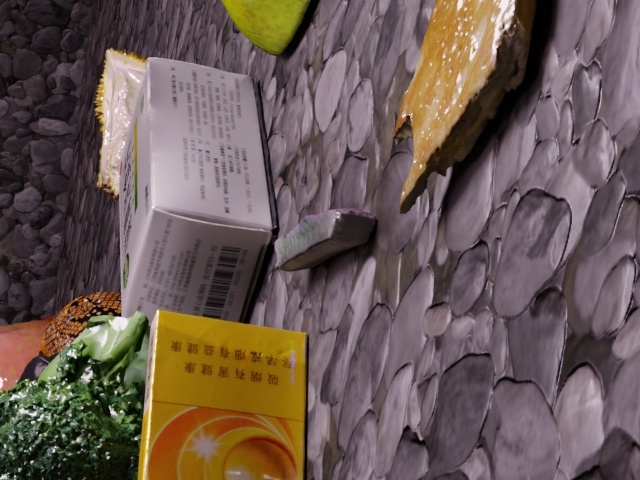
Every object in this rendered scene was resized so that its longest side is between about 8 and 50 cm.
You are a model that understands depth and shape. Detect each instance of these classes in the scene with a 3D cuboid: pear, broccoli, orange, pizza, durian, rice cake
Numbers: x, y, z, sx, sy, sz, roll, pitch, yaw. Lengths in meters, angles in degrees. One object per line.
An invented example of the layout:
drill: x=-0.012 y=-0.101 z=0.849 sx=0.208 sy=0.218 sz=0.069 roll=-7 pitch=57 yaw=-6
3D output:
pear: x=-0.075 y=-0.339 z=1.732 sx=0.288 sy=0.139 sz=0.239 roll=-102 pitch=19 yaw=-57
broccoli: x=-0.200 y=0.210 z=1.514 sx=0.308 sy=0.307 sz=0.275 roll=126 pitch=159 yaw=-57
orange: x=-0.274 y=0.184 z=1.969 sx=0.234 sy=0.182 sz=0.234 roll=-176 pitch=90 yaw=-72
pizza: x=0.107 y=-0.131 z=1.104 sx=0.181 sy=0.034 sz=0.262 roll=-102 pitch=28 yaw=-55
durian: x=-0.246 y=-0.153 z=2.211 sx=0.138 sy=0.183 sz=0.250 roll=54 pitch=-149 yaw=-59
rice cake: x=0.000 y=0.000 z=1.386 sx=0.206 sy=0.047 sz=0.036 roll=149 pitch=114 yaw=-72

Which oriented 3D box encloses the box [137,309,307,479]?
box: x=-0.089 y=0.198 z=1.371 sx=0.043 sy=0.152 sz=0.269 roll=119 pitch=157 yaw=-56

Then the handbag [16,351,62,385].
handbag: x=-0.264 y=0.298 z=1.816 sx=0.332 sy=0.075 sz=0.192 roll=48 pitch=132 yaw=20

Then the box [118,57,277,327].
box: x=-0.151 y=-0.051 z=1.769 sx=0.333 sy=0.145 sz=0.173 roll=-100 pitch=23 yaw=-51

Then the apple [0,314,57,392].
apple: x=-0.434 y=0.284 z=2.196 sx=0.364 sy=0.363 sz=0.364 roll=-170 pitch=90 yaw=-75
